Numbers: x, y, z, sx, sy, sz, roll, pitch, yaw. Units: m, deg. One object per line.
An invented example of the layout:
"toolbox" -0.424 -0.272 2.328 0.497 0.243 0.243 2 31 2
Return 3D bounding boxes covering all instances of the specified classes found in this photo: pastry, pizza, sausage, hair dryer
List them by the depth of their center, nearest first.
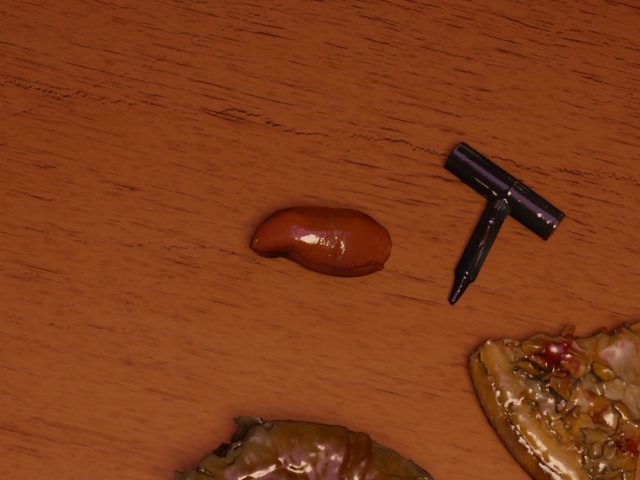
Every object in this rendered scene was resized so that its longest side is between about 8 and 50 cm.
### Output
"pastry" -0.013 0.351 1.178 0.330 0.136 0.329 3 67 -6
"pizza" 0.344 0.216 1.309 0.288 0.074 0.251 -12 71 -8
"sausage" 0.000 0.000 1.358 0.179 0.089 0.089 8 66 -8
"hair dryer" 0.198 -0.014 1.408 0.173 0.050 0.195 38 72 14
